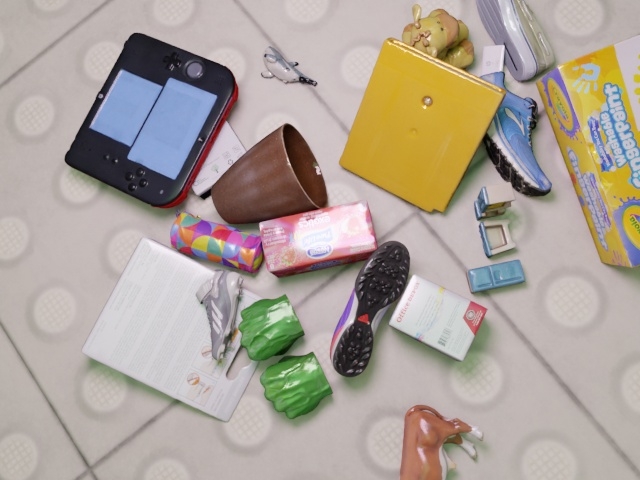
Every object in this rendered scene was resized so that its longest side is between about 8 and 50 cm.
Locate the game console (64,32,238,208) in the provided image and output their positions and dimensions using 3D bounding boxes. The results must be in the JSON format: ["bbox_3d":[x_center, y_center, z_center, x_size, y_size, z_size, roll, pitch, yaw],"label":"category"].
[{"bbox_3d":[-0.415,-0.298,1.484,0.342,0.060,0.386,25,84,11],"label":"game console"}]

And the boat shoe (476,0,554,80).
[{"bbox_3d":[0.465,-0.531,1.456,0.094,0.109,0.302,-20,87,-11],"label":"boat shoe"}]

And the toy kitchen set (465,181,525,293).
[{"bbox_3d":[0.375,-0.001,1.329,0.122,0.166,0.207,-13,78,5],"label":"toy kitchen set"}]

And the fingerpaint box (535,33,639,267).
[{"bbox_3d":[0.728,-0.214,1.282,0.371,0.163,0.444,-21,91,4],"label":"fingerpaint box"}]

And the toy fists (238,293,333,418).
[{"bbox_3d":[-0.090,0.267,1.380,0.142,0.096,0.279,-25,84,-9],"label":"toy fists"}]

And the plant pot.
[{"bbox_3d":[-0.134,-0.131,1.420,0.231,0.215,0.215,-22,77,18],"label":"plant pot"}]

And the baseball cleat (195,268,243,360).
[{"bbox_3d":[-0.242,0.169,1.393,0.110,0.072,0.205,12,80,8],"label":"baseball cleat"}]

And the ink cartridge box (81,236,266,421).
[{"bbox_3d":[-0.324,0.211,1.451,0.385,0.091,0.308,28,84,-5],"label":"ink cartridge box"}]

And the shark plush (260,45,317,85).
[{"bbox_3d":[-0.080,-0.444,1.532,0.161,0.073,0.067,23,54,16],"label":"shark plush"}]

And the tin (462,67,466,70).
[{"bbox_3d":[0.269,-0.431,1.488,0.190,0.040,0.106,-13,82,5],"label":"tin"}]

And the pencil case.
[{"bbox_3d":[-0.247,0.001,1.452,0.237,0.104,0.104,20,83,10],"label":"pencil case"}]

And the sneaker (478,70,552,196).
[{"bbox_3d":[0.450,-0.255,1.384,0.147,0.130,0.329,-26,77,5],"label":"sneaker"}]

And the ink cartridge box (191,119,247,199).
[{"bbox_3d":[-0.320,-0.283,1.530,0.165,0.065,0.332,-33,79,2],"label":"ink cartridge box"}]

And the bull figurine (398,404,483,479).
[{"bbox_3d":[0.239,0.518,1.291,0.189,0.101,0.310,7,83,5],"label":"bull figurine"}]

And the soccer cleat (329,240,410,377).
[{"bbox_3d":[0.100,0.144,1.346,0.109,0.116,0.318,21,92,-13],"label":"soccer cleat"}]

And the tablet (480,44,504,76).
[{"bbox_3d":[0.417,-0.429,1.458,0.054,0.006,0.083,10,100,39],"label":"tablet"}]

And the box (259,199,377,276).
[{"bbox_3d":[0.000,0.000,1.401,0.257,0.128,0.122,-12,78,5],"label":"box"}]

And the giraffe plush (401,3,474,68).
[{"bbox_3d":[0.257,-0.462,1.390,0.181,0.170,0.210,42,87,12],"label":"giraffe plush"}]

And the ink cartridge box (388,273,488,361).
[{"bbox_3d":[0.256,0.172,1.334,0.176,0.127,0.128,27,84,12],"label":"ink cartridge box"}]

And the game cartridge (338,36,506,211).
[{"bbox_3d":[0.218,-0.250,1.365,0.285,0.053,0.323,30,126,11],"label":"game cartridge"}]
